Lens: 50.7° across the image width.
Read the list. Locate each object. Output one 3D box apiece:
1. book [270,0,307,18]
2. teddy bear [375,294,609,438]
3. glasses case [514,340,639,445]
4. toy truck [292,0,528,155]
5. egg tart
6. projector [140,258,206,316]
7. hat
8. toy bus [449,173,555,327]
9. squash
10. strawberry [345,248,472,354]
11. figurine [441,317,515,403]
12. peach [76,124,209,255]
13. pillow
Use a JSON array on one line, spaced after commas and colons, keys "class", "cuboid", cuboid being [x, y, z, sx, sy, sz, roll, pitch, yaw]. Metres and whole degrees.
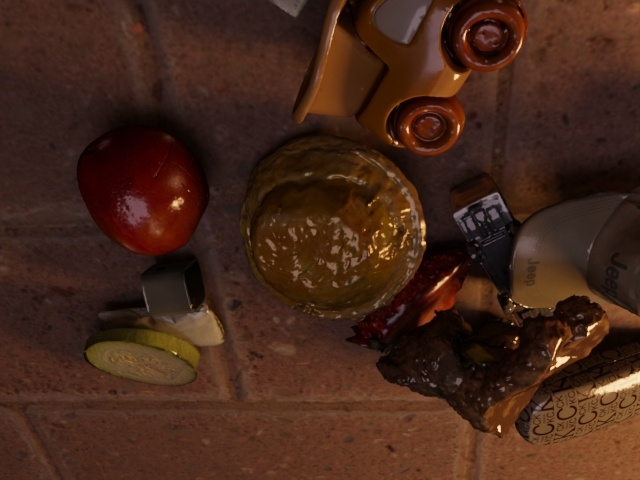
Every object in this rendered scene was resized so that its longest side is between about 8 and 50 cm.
[{"class": "book", "cuboid": [-0.096, -0.425, 0.796, 0.289, 0.026, 0.201, 30, 124, -17]}, {"class": "teddy bear", "cuboid": [0.251, 0.157, 1.022, 0.246, 0.222, 0.296, -8, 136, -41]}, {"class": "glasses case", "cuboid": [0.506, 0.266, 1.205, 0.355, 0.085, 0.137, -14, 123, -16]}, {"class": "toy truck", "cuboid": [0.103, -0.241, 0.815, 0.212, 0.204, 0.288, 21, 130, -9]}, {"class": "egg tart", "cuboid": [0.000, 0.000, 1.023, 0.319, 0.128, 0.319, 9, 117, 18]}, {"class": "projector", "cuboid": [-0.256, 0.083, 1.182, 0.082, 0.083, 0.083, -8, 103, 11]}, {"class": "hat", "cuboid": [0.410, 0.052, 0.971, 0.245, 0.149, 0.214, -18, 122, -7]}, {"class": "toy bus", "cuboid": [0.295, 0.022, 1.076, 0.092, 0.106, 0.268, -27, 120, 18]}, {"class": "squash", "cuboid": [-0.339, 0.220, 1.289, 0.219, 0.041, 0.219, 5, 147, 3]}, {"class": "strawberry", "cuboid": [0.146, 0.089, 1.132, 0.174, 0.098, 0.228, -2, 131, -45]}, {"class": "figurine", "cuboid": [0.264, 0.200, 1.210, 0.250, 0.166, 0.141, 15, 114, -5]}, {"class": "peach", "cuboid": [-0.264, -0.081, 0.994, 0.197, 0.197, 0.197, 3, 129, 3]}, {"class": "pillow", "cuboid": [-0.299, 0.166, 1.282, 0.229, 0.051, 0.128, -7, 135, 13]}]
